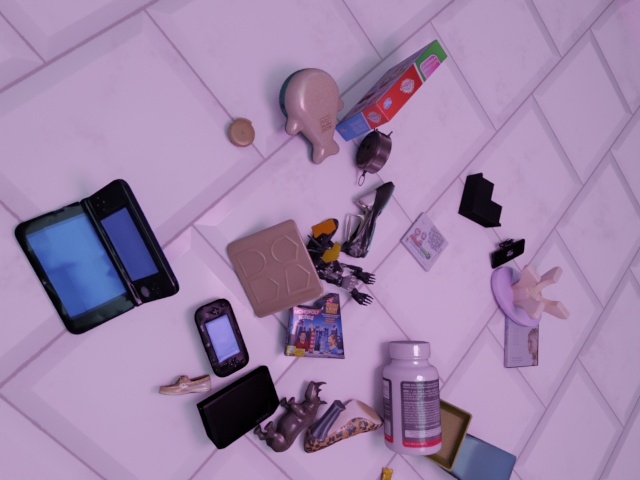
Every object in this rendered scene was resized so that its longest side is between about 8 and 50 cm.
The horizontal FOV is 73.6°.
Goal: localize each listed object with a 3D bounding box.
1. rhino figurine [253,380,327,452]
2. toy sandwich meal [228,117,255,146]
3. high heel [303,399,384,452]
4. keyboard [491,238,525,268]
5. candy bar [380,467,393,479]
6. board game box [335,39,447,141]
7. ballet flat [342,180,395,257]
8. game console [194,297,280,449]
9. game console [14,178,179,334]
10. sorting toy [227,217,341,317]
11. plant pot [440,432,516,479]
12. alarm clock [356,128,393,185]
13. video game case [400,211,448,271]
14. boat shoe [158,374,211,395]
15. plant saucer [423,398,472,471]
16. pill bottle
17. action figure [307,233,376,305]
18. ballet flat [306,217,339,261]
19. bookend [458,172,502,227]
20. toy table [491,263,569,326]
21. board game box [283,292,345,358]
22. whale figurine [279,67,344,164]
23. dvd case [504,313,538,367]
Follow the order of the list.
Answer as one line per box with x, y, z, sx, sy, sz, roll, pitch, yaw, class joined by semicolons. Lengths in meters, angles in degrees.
-0.068;0.498;1.231;0.243;0.073;0.106;-41;102;-24;rhino figurine
-0.225;-0.306;1.213;0.085;0.029;0.086;-1;93;-28;toy sandwich meal
0.072;0.585;1.314;0.261;0.093;0.186;30;101;-38;high heel
0.732;0.036;1.684;0.192;0.038;0.100;-20;120;-27;keyboard
0.196;0.818;1.379;0.040;0.018;0.162;25;78;-20;candy bar
0.211;-0.456;1.320;0.064;0.242;0.316;47;70;-18;board game box
0.148;-0.081;1.357;0.096;0.095;0.281;26;76;-11;ballet flat
-0.248;0.340;1.138;0.213;0.044;0.362;-23;96;-41;game console
-0.509;0.044;0.981;0.173;0.250;0.293;-36;105;-51;game console
-0.081;0.063;1.182;0.307;0.041;0.229;-21;97;11;sorting toy
0.500;0.743;1.459;0.234;0.165;0.166;33;74;-15;plant pot
0.157;-0.262;1.352;0.064;0.129;0.192;15;102;-24;alarm clock
0.367;0.005;1.501;0.157;0.019;0.143;48;69;-17;video game case
-0.350;0.372;1.110;0.135;0.050;0.045;6;82;-36;boat shoe
0.382;0.622;1.411;0.188;0.188;0.045;-61;143;-15;plant saucer
0.285;0.482;1.345;0.176;0.176;0.319;3;81;-27;pill bottle
0.070;0.076;1.250;0.275;0.140;0.164;40;59;-38;action figure
0.000;0.000;1.310;0.057;0.049;0.173;29;68;20;ballet flat
0.611;-0.148;1.600;0.156;0.072;0.157;21;78;-25;bookend
0.796;0.204;1.612;0.274;0.161;0.252;38;64;-14;toy table
-0.012;0.248;1.277;0.194;0.060;0.194;11;82;-26;board game box
-0.028;-0.370;1.275;0.216;0.141;0.272;-36;128;-23;whale figurine
0.803;0.374;1.702;0.180;0.022;0.253;5;85;-26;dvd case
